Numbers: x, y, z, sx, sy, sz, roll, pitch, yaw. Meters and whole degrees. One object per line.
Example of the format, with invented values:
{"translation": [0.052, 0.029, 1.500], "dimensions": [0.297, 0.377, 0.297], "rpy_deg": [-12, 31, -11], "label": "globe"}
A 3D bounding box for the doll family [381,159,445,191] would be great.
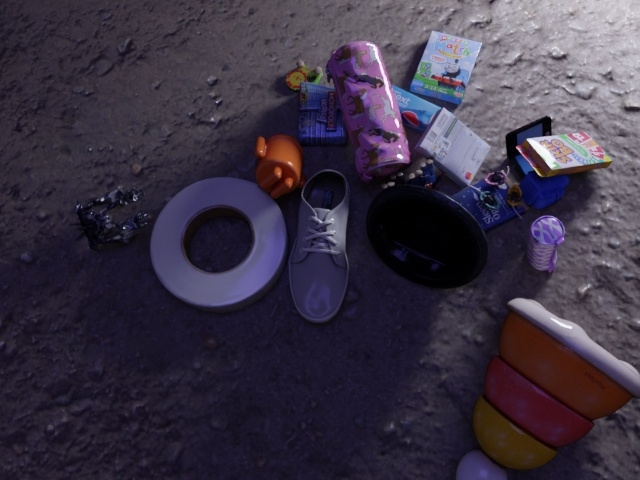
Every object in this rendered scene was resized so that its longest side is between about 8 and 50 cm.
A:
{"translation": [0.259, -0.146, 1.831], "dimensions": [0.193, 0.111, 0.076], "rpy_deg": [-20, 34, 10], "label": "doll family"}

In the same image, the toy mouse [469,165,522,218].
{"translation": [0.479, -0.135, 1.805], "dimensions": [0.143, 0.031, 0.160], "rpy_deg": [6, 69, 6], "label": "toy mouse"}

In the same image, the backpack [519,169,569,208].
{"translation": [0.621, -0.147, 1.804], "dimensions": [0.120, 0.098, 0.101], "rpy_deg": [-22, 72, -16], "label": "backpack"}

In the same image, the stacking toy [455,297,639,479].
{"translation": [0.467, 0.406, 1.533], "dimensions": [0.351, 0.350, 0.479], "rpy_deg": [37, 93, 17], "label": "stacking toy"}

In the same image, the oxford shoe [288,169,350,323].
{"translation": [0.000, 0.000, 1.785], "dimensions": [0.169, 0.130, 0.448], "rpy_deg": [5, 71, 5], "label": "oxford shoe"}

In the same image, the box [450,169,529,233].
{"translation": [0.446, -0.089, 1.829], "dimensions": [0.225, 0.036, 0.136], "rpy_deg": [-27, 69, -4], "label": "box"}

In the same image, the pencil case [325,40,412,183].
{"translation": [0.136, -0.358, 1.853], "dimensions": [0.167, 0.160, 0.385], "rpy_deg": [-19, 83, 22], "label": "pencil case"}

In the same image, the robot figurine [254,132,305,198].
{"translation": [-0.113, -0.214, 1.858], "dimensions": [0.158, 0.128, 0.219], "rpy_deg": [9, 43, -2], "label": "robot figurine"}

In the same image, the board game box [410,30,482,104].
{"translation": [0.383, -0.528, 2.000], "dimensions": [0.160, 0.039, 0.211], "rpy_deg": [18, 71, 12], "label": "board game box"}

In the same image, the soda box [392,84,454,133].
{"translation": [0.282, -0.374, 1.934], "dimensions": [0.210, 0.067, 0.071], "rpy_deg": [29, 74, 15], "label": "soda box"}

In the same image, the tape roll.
{"translation": [-0.279, 0.007, 1.837], "dimensions": [0.393, 0.072, 0.391], "rpy_deg": [-2, 69, 5], "label": "tape roll"}

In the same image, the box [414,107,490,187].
{"translation": [0.374, -0.261, 1.854], "dimensions": [0.186, 0.038, 0.145], "rpy_deg": [35, 74, -13], "label": "box"}

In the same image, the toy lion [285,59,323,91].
{"translation": [-0.055, -0.503, 2.035], "dimensions": [0.100, 0.034, 0.096], "rpy_deg": [22, 79, 12], "label": "toy lion"}

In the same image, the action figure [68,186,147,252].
{"translation": [-0.589, -0.060, 1.855], "dimensions": [0.276, 0.141, 0.163], "rpy_deg": [-12, 95, 39], "label": "action figure"}

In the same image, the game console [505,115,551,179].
{"translation": [0.610, -0.263, 1.856], "dimensions": [0.144, 0.124, 0.085], "rpy_deg": [-25, 43, -5], "label": "game console"}

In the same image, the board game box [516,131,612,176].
{"translation": [0.667, -0.237, 1.798], "dimensions": [0.260, 0.039, 0.124], "rpy_deg": [-12, 54, -25], "label": "board game box"}

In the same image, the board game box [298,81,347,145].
{"translation": [0.033, -0.381, 1.963], "dimensions": [0.194, 0.060, 0.194], "rpy_deg": [0, 69, 6], "label": "board game box"}

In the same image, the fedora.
{"translation": [0.294, -0.035, 1.732], "dimensions": [0.334, 0.333, 0.152], "rpy_deg": [26, 43, 14], "label": "fedora"}

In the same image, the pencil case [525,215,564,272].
{"translation": [0.580, 0.011, 1.689], "dimensions": [0.086, 0.206, 0.088], "rpy_deg": [-44, 66, -5], "label": "pencil case"}
